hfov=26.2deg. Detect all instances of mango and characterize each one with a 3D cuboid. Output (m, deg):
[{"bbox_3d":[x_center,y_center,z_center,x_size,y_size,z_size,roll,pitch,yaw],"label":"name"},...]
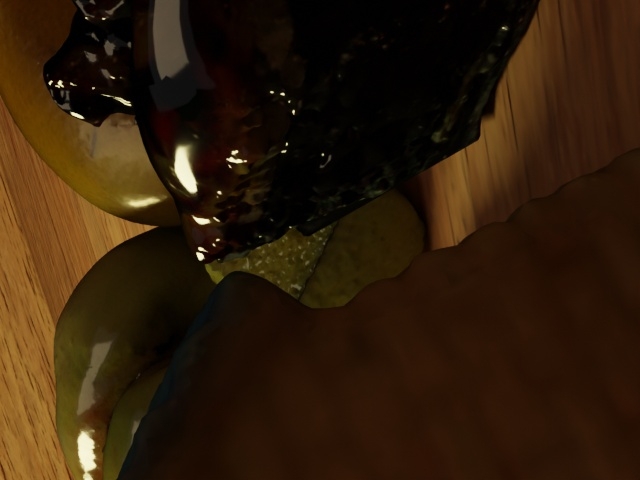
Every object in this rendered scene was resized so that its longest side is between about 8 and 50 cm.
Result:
[{"bbox_3d":[-0.139,-0.134,1.039,0.317,0.173,0.211,48,113,32],"label":"mango"}]

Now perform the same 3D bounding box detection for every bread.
[{"bbox_3d":[0.000,0.000,0.910,0.114,0.111,0.129,36,107,51],"label":"bread"}]

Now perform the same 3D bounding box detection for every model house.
[{"bbox_3d":[0.044,0.242,0.622,0.445,0.400,0.395,65,159,7],"label":"model house"}]

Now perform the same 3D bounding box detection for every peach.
[{"bbox_3d":[-0.070,0.127,1.063,0.292,0.247,0.292,39,167,10],"label":"peach"}]

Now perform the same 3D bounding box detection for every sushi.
[{"bbox_3d":[-0.026,-0.112,0.689,0.215,0.212,0.227,59,156,-1],"label":"sushi"}]
